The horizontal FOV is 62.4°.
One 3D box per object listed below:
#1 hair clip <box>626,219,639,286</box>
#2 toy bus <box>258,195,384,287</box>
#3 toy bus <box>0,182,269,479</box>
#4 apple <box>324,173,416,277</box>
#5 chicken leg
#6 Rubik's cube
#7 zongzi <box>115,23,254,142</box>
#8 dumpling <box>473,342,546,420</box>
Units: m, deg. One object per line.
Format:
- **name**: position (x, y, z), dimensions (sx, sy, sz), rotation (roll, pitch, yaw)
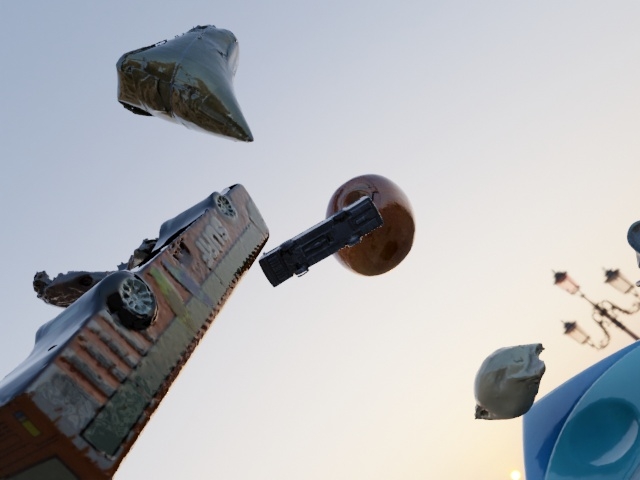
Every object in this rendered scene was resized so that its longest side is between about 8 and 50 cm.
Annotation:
- **hair clip**: position (0.321, 0.042, 0.418), dimensions (0.039, 0.229, 0.070), rotation (-16, -75, 5)
- **toy bus**: position (0.000, 0.000, 0.685), dimensions (0.166, 0.047, 0.065), rotation (-29, 8, 0)
- **toy bus**: position (-0.140, 0.046, 0.472), dimensions (0.093, 0.092, 0.409), rotation (-31, 14, 19)
- **apple**: position (0.106, -0.039, 1.167), dimensions (0.210, 0.235, 0.173), rotation (-27, -47, 4)
- **chicken leg**: position (-0.280, 0.053, 0.703), dimensions (0.253, 0.051, 0.106), rotation (-19, -37, 29)
- **Rubik's cube**: position (0.579, 0.419, 0.873), dimensions (0.351, 0.352, 0.347), rotation (-46, 8, 29)
- **zongzi**: position (-0.218, -0.351, 1.188), dimensions (0.323, 0.360, 0.160), rotation (-50, -23, -38)
- **dumpling**: position (0.343, 0.250, 0.960), dimensions (0.136, 0.118, 0.199), rotation (-45, -6, -45)
